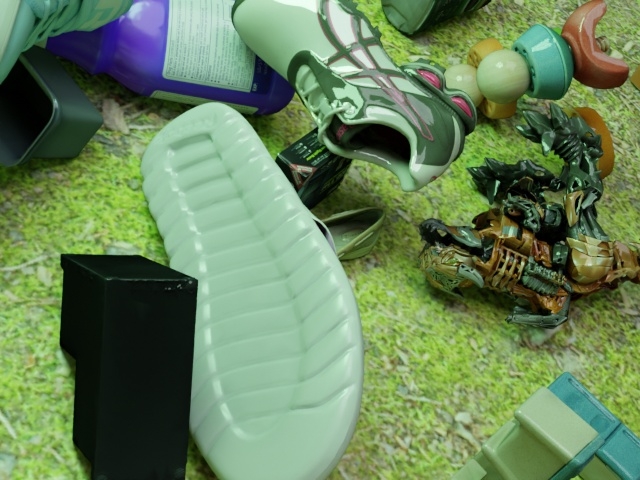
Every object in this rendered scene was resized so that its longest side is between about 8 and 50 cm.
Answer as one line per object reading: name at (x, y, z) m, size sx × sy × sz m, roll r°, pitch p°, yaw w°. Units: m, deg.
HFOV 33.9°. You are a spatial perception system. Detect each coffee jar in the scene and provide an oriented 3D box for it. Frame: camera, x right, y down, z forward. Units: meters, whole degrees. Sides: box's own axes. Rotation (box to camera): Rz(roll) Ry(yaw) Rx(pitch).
coffee jar at (0.169, -0.341, 1.402) m, size 0.184 × 0.096 × 0.079 m, roll -28°, pitch 70°, yaw -42°

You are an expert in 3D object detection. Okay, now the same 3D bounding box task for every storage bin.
storage bin at (-0.277, -0.129, 0.994) m, size 0.135 × 0.098 × 0.091 m, roll 50°, pitch 20°, yaw 20°

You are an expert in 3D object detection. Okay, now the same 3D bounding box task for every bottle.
bottle at (-0.163, -0.207, 1.101) m, size 0.283 × 0.092 × 0.118 m, roll 6°, pitch 79°, yaw -22°

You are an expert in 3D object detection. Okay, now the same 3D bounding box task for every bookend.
bookend at (-0.161, 0.096, 0.841) m, size 0.072 × 0.156 × 0.157 m, roll 2°, pitch 94°, yaw -26°

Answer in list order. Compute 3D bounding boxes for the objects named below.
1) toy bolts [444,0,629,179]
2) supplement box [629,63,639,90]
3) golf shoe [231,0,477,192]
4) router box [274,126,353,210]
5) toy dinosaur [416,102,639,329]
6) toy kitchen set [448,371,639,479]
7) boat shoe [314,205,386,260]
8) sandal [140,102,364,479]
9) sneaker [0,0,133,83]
toy bolts at (0.246, -0.160, 1.227) m, size 0.159 × 0.228 × 0.218 m, roll -18°, pitch 81°, yaw -9°
supplement box at (0.559, -0.262, 1.547) m, size 0.233 × 0.078 × 0.080 m, roll -19°, pitch 59°, yaw -39°
golf shoe at (0.021, -0.155, 1.024) m, size 0.273 × 0.105 × 0.120 m, roll 32°, pitch 51°, yaw 4°
router box at (-0.011, -0.069, 1.066) m, size 0.038 × 0.092 × 0.122 m, roll 40°, pitch 45°, yaw 11°
toy dinosaur at (0.248, -0.004, 1.139) m, size 0.322 × 0.164 × 0.218 m, roll 15°, pitch 58°, yaw -41°
toy kitchen set at (0.230, 0.180, 0.914) m, size 0.122 × 0.166 × 0.207 m, roll 45°, pitch 46°, yaw 15°
boat shoe at (0.002, 0.001, 1.041) m, size 0.153 × 0.048 × 0.056 m, roll -15°, pitch 60°, yaw -37°
sandal at (-0.049, 0.040, 0.936) m, size 0.102 × 0.169 × 0.416 m, roll 43°, pitch 23°, yaw -51°
sneaker at (-0.232, -0.238, 0.938) m, size 0.150 × 0.135 × 0.365 m, roll 31°, pitch 44°, yaw -25°
